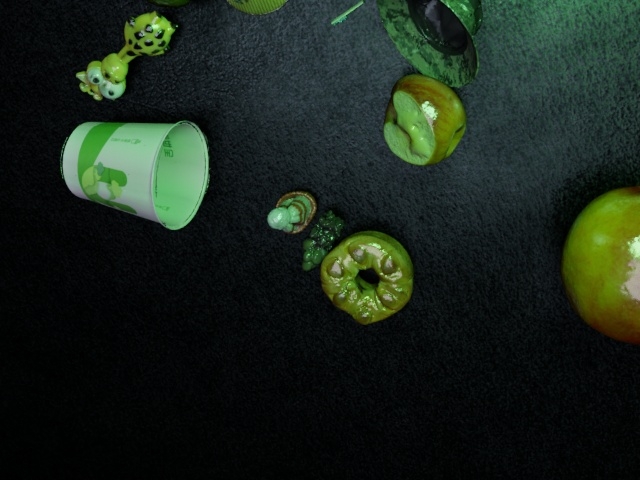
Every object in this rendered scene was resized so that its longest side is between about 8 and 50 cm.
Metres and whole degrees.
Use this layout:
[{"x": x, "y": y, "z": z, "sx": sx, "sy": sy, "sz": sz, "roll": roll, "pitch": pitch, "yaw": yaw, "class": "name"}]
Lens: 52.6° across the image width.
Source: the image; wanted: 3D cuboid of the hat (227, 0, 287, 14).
[{"x": -0.148, "y": -0.577, "z": 1.370, "sx": 0.193, "sy": 0.082, "sz": 0.193, "roll": 5, "pitch": 111, "yaw": 12, "class": "hat"}]

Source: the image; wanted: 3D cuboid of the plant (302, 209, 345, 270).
[{"x": 0.000, "y": 0.000, "z": 1.567, "sx": 0.087, "sy": 0.085, "sz": 0.174, "roll": 52, "pitch": 130, "yaw": 34, "class": "plant"}]

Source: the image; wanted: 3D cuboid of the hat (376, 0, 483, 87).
[{"x": 0.250, "y": -0.446, "z": 1.297, "sx": 0.128, "sy": 0.265, "sz": 0.265, "roll": -42, "pitch": 99, "yaw": -10, "class": "hat"}]

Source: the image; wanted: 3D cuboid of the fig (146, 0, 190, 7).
[{"x": -0.351, "y": -0.587, "z": 1.331, "sx": 0.245, "sy": 0.195, "sz": 0.195, "roll": -3, "pitch": 118, "yaw": -32, "class": "fig"}]

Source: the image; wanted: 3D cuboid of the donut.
[{"x": 0.115, "y": 0.086, "z": 1.554, "sx": 0.227, "sy": 0.114, "sz": 0.226, "roll": 4, "pitch": 112, "yaw": 11, "class": "donut"}]

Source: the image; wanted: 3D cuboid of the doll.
[{"x": -0.451, "y": -0.424, "z": 1.497, "sx": 0.291, "sy": 0.086, "sz": 0.117, "roll": -34, "pitch": 130, "yaw": 23, "class": "doll"}]

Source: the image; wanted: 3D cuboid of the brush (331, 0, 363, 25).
[{"x": 0.059, "y": -0.488, "z": 1.393, "sx": 0.084, "sy": 0.016, "sz": 0.013, "roll": -30, "pitch": 115, "yaw": 22, "class": "brush"}]

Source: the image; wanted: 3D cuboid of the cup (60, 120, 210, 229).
[{"x": -0.433, "y": -0.172, "z": 1.520, "sx": 0.274, "sy": 0.253, "sz": 0.253, "roll": 12, "pitch": 114, "yaw": 16, "class": "cup"}]

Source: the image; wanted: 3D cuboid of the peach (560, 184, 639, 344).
[{"x": 0.652, "y": 0.043, "z": 1.331, "sx": 0.308, "sy": 0.308, "sz": 0.332, "roll": 9, "pitch": 99, "yaw": 9, "class": "peach"}]

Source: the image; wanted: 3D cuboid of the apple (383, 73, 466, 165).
[{"x": 0.217, "y": -0.256, "z": 1.368, "sx": 0.173, "sy": 0.160, "sz": 0.195, "roll": 31, "pitch": 142, "yaw": 14, "class": "apple"}]

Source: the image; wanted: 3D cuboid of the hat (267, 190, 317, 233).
[{"x": -0.074, "y": -0.057, "z": 1.516, "sx": 0.094, "sy": 0.162, "sz": 0.112, "roll": 33, "pitch": 111, "yaw": 2, "class": "hat"}]
